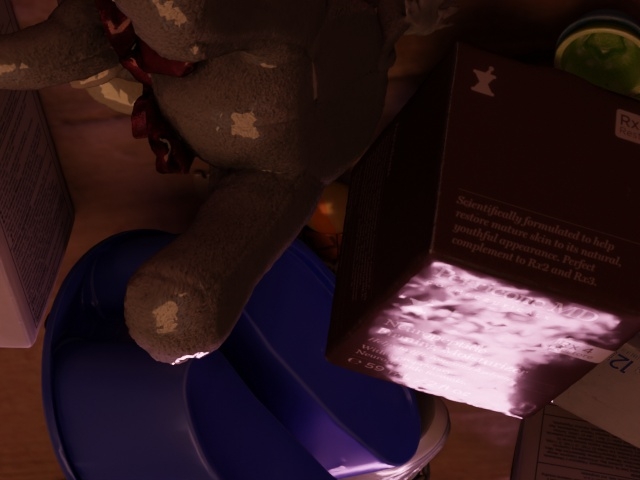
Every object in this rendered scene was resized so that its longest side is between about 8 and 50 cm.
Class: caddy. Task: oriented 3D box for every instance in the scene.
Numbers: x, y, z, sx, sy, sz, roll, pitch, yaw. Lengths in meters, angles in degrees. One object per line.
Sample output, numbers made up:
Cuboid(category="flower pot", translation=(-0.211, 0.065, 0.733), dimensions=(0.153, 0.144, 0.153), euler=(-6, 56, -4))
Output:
Cuboid(category="caddy", translation=(-0.076, 0.137, 1.530), dimensions=(0.179, 0.241, 0.341), euler=(-9, 136, 36))

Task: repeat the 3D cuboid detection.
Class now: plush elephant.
Cuboid(category="plush elephant", translation=(-0.098, -0.133, 1.279), dimensions=(0.255, 0.330, 0.272), euler=(17, 128, 30))

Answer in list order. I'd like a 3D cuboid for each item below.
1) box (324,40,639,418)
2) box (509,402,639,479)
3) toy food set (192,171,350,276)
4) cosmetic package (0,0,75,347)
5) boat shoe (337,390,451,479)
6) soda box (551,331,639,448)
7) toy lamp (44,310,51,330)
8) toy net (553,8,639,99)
Cuboid(category="box", translation=(0.121, -0.002, 1.360), dimensions=(0.168, 0.167, 0.203), euler=(17, 151, -13))
Cuboid(category="box", translation=(0.222, 0.255, 1.594), dimensions=(0.149, 0.232, 0.127), euler=(11, 136, 4))
Cuboid(category="toy food set", translation=(0.000, 0.000, 1.527), dimensions=(0.192, 0.038, 0.132), euler=(1, 135, 14))
Cuboid(category="cosmetic package", translation=(-0.287, -0.072, 1.445), dimensions=(0.129, 0.153, 0.296), euler=(2, 134, 11))
Cuboid(category="boat shoe", translation=(0.052, 0.194, 1.697), dimensions=(0.081, 0.079, 0.227), euler=(27, 142, -24))
Cuboid(category="soda box", translation=(0.324, 0.131, 1.543), dimensions=(0.286, 0.091, 0.098), euler=(27, 134, -14))
Cuboid(category="toy lamp", translation=(-0.121, 0.149, 1.662), dimensions=(0.080, 0.080, 0.274), euler=(-21, 117, 32))
Cuboid(category="toy net", translation=(0.280, -0.125, 1.320), dimensions=(0.232, 0.045, 0.122), euler=(-9, 132, 22))
